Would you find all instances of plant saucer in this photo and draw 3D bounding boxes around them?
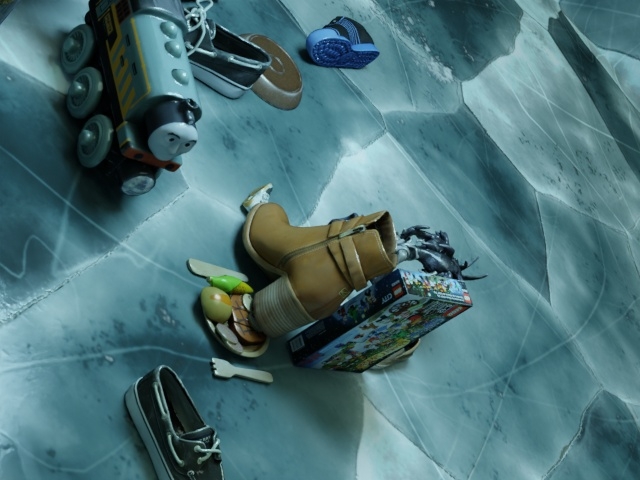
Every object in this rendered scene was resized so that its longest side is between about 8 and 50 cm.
[{"bbox_3d":[-0.090,-0.312,2.223,0.168,0.029,0.168,33,37,-29],"label":"plant saucer"}]

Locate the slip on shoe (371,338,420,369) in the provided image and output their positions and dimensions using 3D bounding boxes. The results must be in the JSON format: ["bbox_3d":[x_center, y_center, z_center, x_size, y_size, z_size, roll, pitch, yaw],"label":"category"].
[{"bbox_3d":[0.114,0.175,1.981,0.135,0.041,0.051,1,58,-52],"label":"slip on shoe"}]

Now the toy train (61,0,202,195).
[{"bbox_3d":[-0.264,-0.230,1.755,0.142,0.190,0.334,18,45,-42],"label":"toy train"}]

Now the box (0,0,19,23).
[{"bbox_3d":[-0.464,-0.361,1.688,0.072,0.126,0.137,22,43,-38],"label":"box"}]

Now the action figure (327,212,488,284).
[{"bbox_3d":[0.133,0.044,2.053,0.276,0.141,0.164,14,43,-24],"label":"action figure"}]

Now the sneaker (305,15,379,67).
[{"bbox_3d":[0.029,-0.397,2.423,0.090,0.081,0.232,59,25,16],"label":"sneaker"}]

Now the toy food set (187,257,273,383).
[{"bbox_3d":[-0.117,0.108,1.750,0.132,0.038,0.192,17,46,-44],"label":"toy food set"}]

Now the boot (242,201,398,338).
[{"bbox_3d":[0.000,0.000,1.813,0.109,0.220,0.283,50,19,-29],"label":"boot"}]

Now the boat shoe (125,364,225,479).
[{"bbox_3d":[-0.162,0.257,1.510,0.219,0.070,0.078,58,32,9],"label":"boat shoe"}]

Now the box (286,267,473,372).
[{"bbox_3d":[0.087,0.123,1.814,0.159,0.233,0.044,12,51,-46],"label":"box"}]

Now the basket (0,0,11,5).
[{"bbox_3d":[-0.504,-0.406,1.566,0.299,0.213,0.223,17,8,5],"label":"basket"}]

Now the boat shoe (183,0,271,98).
[{"bbox_3d":[-0.212,-0.338,2.013,0.306,0.105,0.113,30,38,-32],"label":"boat shoe"}]

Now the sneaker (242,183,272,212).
[{"bbox_3d":[-0.096,-0.062,1.965,0.037,0.032,0.083,60,34,-14],"label":"sneaker"}]
